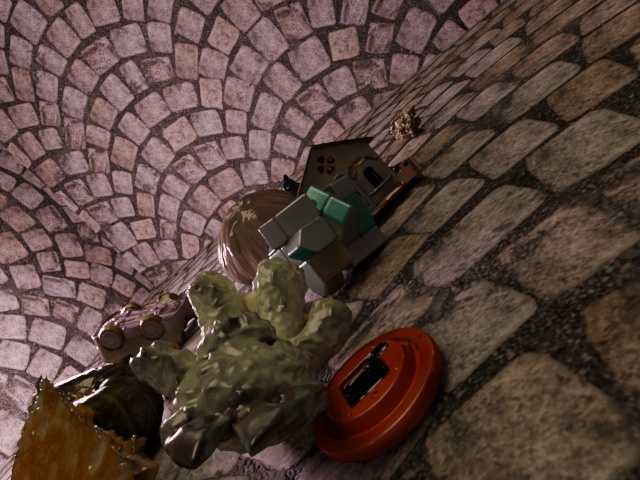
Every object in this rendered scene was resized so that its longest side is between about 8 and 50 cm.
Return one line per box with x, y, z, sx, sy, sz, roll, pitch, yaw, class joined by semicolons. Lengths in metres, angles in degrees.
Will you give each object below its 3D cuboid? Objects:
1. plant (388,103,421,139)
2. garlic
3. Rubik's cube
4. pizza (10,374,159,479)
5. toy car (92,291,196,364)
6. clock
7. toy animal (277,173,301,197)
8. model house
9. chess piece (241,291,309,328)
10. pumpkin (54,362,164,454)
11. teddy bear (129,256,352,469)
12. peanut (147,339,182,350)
0.289;-0.411;1.701;0.117;0.105;0.121;-22;45;53;plant
-0.177;-0.020;1.493;0.318;0.259;0.317;-22;44;24;garlic
0.000;0.000;1.094;0.213;0.224;0.265;-34;4;-37;Rubik's cube
-0.500;0.510;0.952;0.435;0.080;0.391;11;80;41;pizza
-0.634;0.351;1.847;0.336;0.226;0.242;-14;18;6;toy car
0.070;0.196;0.657;0.205;0.051;0.205;-40;15;13;clock
-0.037;-0.149;1.620;0.121;0.210;0.117;-25;21;50;toy animal
0.064;-0.157;1.289;0.326;0.244;0.169;-42;2;1;model house
-0.127;0.179;1.084;0.137;0.137;0.301;-49;17;-22;chess piece
-0.497;0.432;1.207;0.325;0.241;0.232;7;16;42;pumpkin
-0.113;0.133;0.716;0.328;0.375;0.362;-11;-29;-2;teddy bear
-0.472;0.370;1.448;0.129;0.129;0.224;-40;17;10;peanut
